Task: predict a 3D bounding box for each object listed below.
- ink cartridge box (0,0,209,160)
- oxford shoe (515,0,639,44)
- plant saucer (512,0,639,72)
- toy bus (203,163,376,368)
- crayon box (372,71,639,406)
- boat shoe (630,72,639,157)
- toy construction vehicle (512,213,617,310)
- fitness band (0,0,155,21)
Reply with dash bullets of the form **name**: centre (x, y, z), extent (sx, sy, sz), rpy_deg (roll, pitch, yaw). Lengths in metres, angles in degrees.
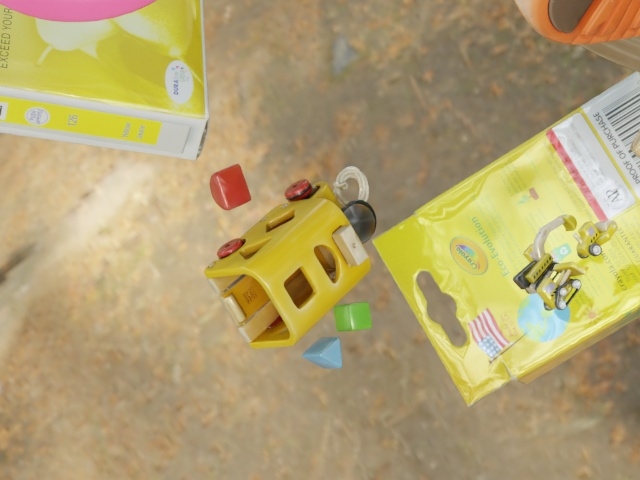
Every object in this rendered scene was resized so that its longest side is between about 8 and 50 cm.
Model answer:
- **ink cartridge box**: centre (-0.253, -0.209, 1.346), extent (0.307, 0.072, 0.303), rpy_deg (9, 45, -16)
- **oxford shoe**: centre (0.245, -0.214, 0.992), extent (0.364, 0.130, 0.133), rpy_deg (-7, 48, -36)
- **plant saucer**: centre (0.190, -0.230, 1.197), extent (0.041, 0.278, 0.278), rpy_deg (-54, 31, 30)
- **toy bus**: centre (-0.005, 0.011, 1.445), extent (0.104, 0.191, 0.202), rpy_deg (-7, 75, 52)
- **crayon box**: centre (0.236, 0.001, 1.534), extent (0.318, 0.081, 0.202), rpy_deg (-31, 75, 9)
- **boat shoe**: centre (0.305, -0.150, 1.355), extent (0.063, 0.059, 0.170), rpy_deg (-81, 15, -74)
- **toy construction vehicle**: centre (0.204, 0.015, 1.341), extent (0.098, 0.035, 0.086), rpy_deg (-51, 13, -15)
- **fitness band**: centre (-0.177, -0.274, 1.035), extent (0.209, 0.291, 0.054), rpy_deg (-20, 42, 0)
